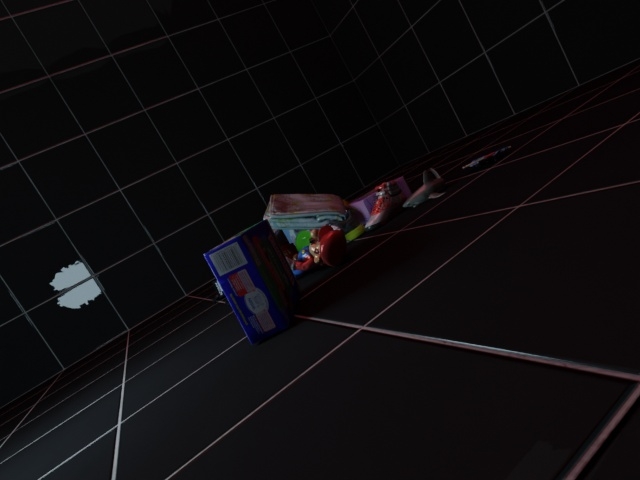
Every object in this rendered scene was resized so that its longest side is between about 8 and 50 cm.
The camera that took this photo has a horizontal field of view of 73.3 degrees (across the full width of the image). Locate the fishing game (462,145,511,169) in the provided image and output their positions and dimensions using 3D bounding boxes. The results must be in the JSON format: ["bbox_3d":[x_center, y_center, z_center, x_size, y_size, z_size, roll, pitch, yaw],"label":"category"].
[{"bbox_3d":[0.690,-0.336,1.795,0.189,0.041,0.264,-24,1,36],"label":"fishing game"}]

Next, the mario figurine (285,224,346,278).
[{"bbox_3d":[-0.034,0.027,1.545,0.321,0.170,0.197,-33,37,47],"label":"mario figurine"}]

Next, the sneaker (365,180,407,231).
[{"bbox_3d":[0.252,-0.152,1.804,0.270,0.144,0.090,-34,8,-32],"label":"sneaker"}]

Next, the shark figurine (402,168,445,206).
[{"bbox_3d":[0.456,-0.242,1.774,0.166,0.116,0.278,-19,14,49],"label":"shark figurine"}]

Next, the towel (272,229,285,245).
[{"bbox_3d":[-0.296,0.051,2.336,0.332,0.053,0.316,-39,-22,-52],"label":"towel"}]

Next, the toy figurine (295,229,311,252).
[{"bbox_3d":[0.000,0.000,1.966,0.173,0.130,0.159,3,16,36],"label":"toy figurine"}]

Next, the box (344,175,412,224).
[{"bbox_3d":[0.275,-0.183,2.045,0.243,0.117,0.214,-32,7,-17],"label":"box"}]

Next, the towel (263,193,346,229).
[{"bbox_3d":[-0.069,-0.147,2.044,0.375,0.090,0.320,0,25,-2],"label":"towel"}]

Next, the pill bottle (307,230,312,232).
[{"bbox_3d":[-0.004,-0.032,2.131,0.194,0.108,0.108,-30,7,0],"label":"pill bottle"}]

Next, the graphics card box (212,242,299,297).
[{"bbox_3d":[-0.298,0.139,2.004,0.371,0.094,0.233,-29,-3,32],"label":"graphics card box"}]

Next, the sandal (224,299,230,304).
[{"bbox_3d":[-0.376,0.249,1.902,0.067,0.040,0.179,-34,9,-34],"label":"sandal"}]

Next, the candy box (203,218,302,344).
[{"bbox_3d":[-0.171,0.099,1.216,0.122,0.268,0.317,-25,8,7],"label":"candy box"}]

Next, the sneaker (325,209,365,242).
[{"bbox_3d":[0.042,-0.019,1.793,0.300,0.121,0.111,-32,7,-19],"label":"sneaker"}]

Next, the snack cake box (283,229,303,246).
[{"bbox_3d":[-0.119,-0.079,2.283,0.152,0.264,0.089,-35,11,-37],"label":"snack cake box"}]

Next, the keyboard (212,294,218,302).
[{"bbox_3d":[-0.501,0.261,2.276,0.180,0.023,0.108,-42,-4,-39],"label":"keyboard"}]

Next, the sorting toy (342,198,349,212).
[{"bbox_3d":[0.120,-0.145,2.374,0.127,0.126,0.365,-26,7,24],"label":"sorting toy"}]
